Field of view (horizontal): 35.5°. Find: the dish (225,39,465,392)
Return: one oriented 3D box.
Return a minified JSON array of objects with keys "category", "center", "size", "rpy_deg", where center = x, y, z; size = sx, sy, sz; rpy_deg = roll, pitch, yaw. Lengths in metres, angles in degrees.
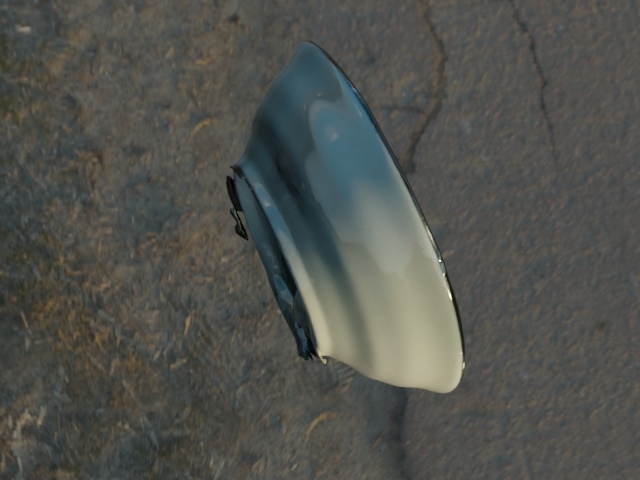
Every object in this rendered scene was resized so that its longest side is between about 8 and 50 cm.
[{"category":"dish","center":[0.000,0.000,0.823],"size":[0.106,0.316,0.316],"rpy_deg":[-23,70,-10]}]
